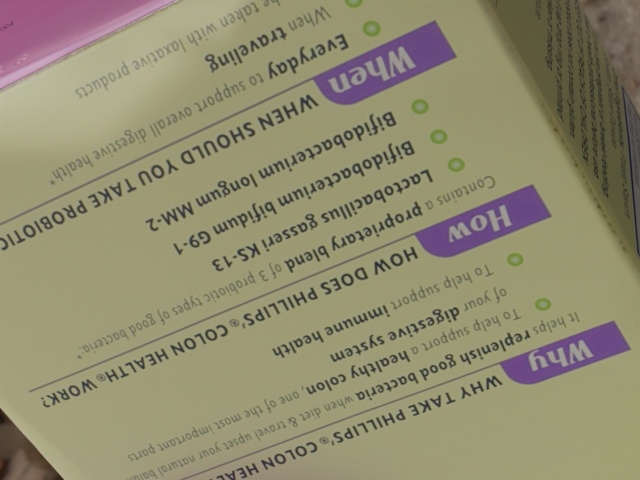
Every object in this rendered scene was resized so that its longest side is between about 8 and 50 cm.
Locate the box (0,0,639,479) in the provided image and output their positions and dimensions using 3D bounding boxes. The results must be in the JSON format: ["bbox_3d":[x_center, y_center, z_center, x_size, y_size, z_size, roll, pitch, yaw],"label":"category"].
[{"bbox_3d":[0.000,0.000,0.523,0.213,0.243,0.117,-23,29,22],"label":"box"}]
